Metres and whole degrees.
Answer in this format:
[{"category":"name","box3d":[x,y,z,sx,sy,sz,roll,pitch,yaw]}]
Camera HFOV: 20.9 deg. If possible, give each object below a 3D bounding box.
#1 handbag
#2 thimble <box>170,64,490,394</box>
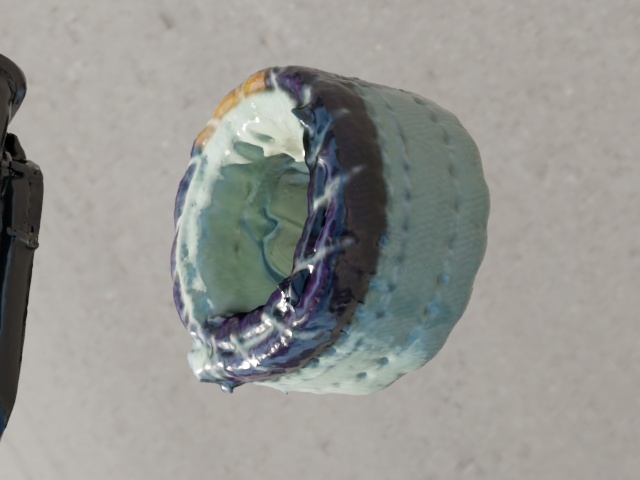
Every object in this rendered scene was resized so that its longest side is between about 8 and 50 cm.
[{"category":"handbag","box3d":[-0.219,0.054,0.933,0.088,0.244,0.275,11,144,-16]},{"category":"thimble","box3d":[0.000,0.000,1.223,0.237,0.150,0.237,-26,58,51]}]
